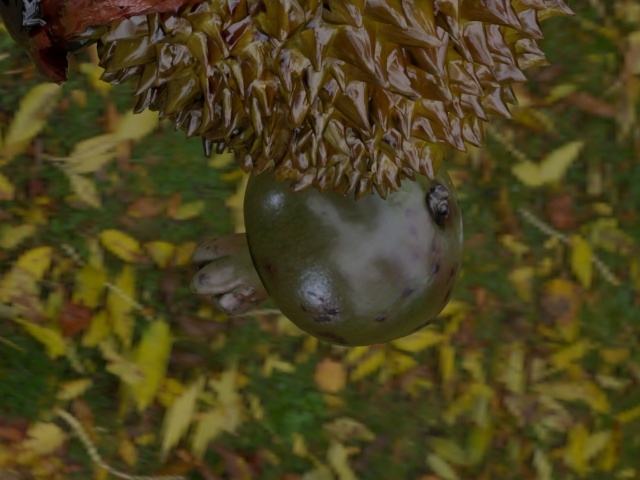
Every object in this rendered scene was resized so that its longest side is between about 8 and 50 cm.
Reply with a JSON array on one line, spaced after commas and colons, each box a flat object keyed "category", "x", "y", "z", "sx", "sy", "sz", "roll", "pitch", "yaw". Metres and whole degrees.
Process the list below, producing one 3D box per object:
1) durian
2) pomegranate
[{"category": "durian", "x": -0.028, "y": -0.201, "z": 0.920, "sx": 0.347, "sy": 0.347, "sz": 0.384, "roll": -42, "pitch": 109, "yaw": -22}, {"category": "pomegranate", "x": 0.004, "y": -0.014, "z": 1.388, "sx": 0.179, "sy": 0.210, "sz": 0.179, "roll": 10, "pitch": 90, "yaw": -73}]
